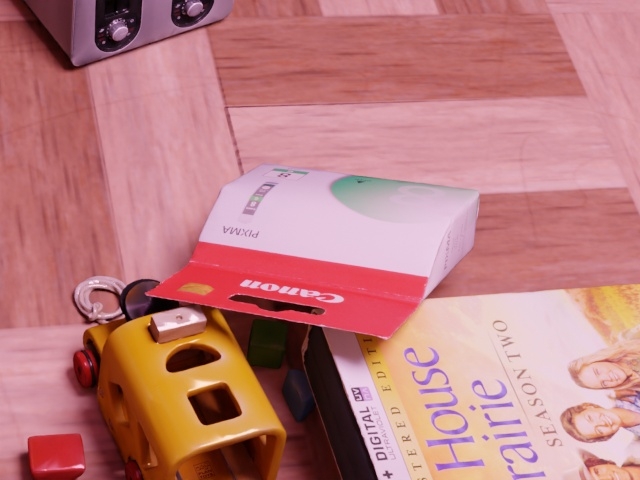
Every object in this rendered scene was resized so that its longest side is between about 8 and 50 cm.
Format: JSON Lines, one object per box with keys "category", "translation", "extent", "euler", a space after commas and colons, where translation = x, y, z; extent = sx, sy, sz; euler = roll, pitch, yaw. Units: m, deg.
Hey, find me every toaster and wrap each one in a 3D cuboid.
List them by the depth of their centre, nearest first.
{"category": "toaster", "translation": [-0.182, -0.259, 1.424], "extent": [0.168, 0.110, 0.185], "euler": [-22, 57, -29]}

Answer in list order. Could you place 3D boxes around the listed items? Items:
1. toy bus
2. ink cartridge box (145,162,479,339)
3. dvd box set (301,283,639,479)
{"category": "toy bus", "translation": [-0.102, 0.090, 1.140], "extent": [0.202, 0.104, 0.191], "euler": [20, 48, 4]}
{"category": "ink cartridge box", "translation": [0.000, 0.000, 1.185], "extent": [0.181, 0.056, 0.225], "euler": [9, 16, 18]}
{"category": "dvd box set", "translation": [0.226, 0.154, 1.112], "extent": [0.421, 0.062, 0.307], "euler": [-3, 44, -17]}
